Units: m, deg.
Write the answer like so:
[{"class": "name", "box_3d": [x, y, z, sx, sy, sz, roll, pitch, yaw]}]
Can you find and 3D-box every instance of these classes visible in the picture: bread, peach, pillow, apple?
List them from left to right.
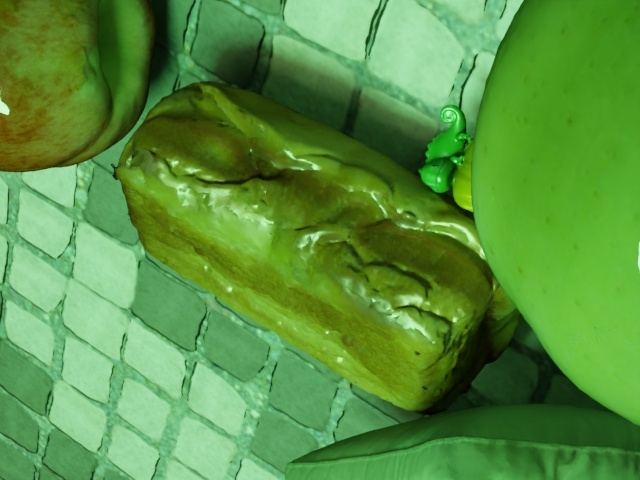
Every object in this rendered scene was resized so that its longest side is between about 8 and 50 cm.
[{"class": "peach", "box_3d": [-0.278, -0.169, 1.125, 0.257, 0.232, 0.232, 2, 120, 23]}, {"class": "bread", "box_3d": [0.003, -0.006, 1.076, 0.344, 0.149, 0.195, 30, 153, 19]}, {"class": "pillow", "box_3d": [0.137, 0.195, 1.037, 0.322, 0.255, 0.119, 151, 125, -65]}, {"class": "apple", "box_3d": [0.265, -0.056, 0.733, 0.357, 0.357, 0.357, 18, 128, 25]}]

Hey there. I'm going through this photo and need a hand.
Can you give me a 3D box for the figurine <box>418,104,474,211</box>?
[{"class": "figurine", "box_3d": [0.158, -0.067, 0.975, 0.156, 0.095, 0.115, 18, 97, 15]}]
